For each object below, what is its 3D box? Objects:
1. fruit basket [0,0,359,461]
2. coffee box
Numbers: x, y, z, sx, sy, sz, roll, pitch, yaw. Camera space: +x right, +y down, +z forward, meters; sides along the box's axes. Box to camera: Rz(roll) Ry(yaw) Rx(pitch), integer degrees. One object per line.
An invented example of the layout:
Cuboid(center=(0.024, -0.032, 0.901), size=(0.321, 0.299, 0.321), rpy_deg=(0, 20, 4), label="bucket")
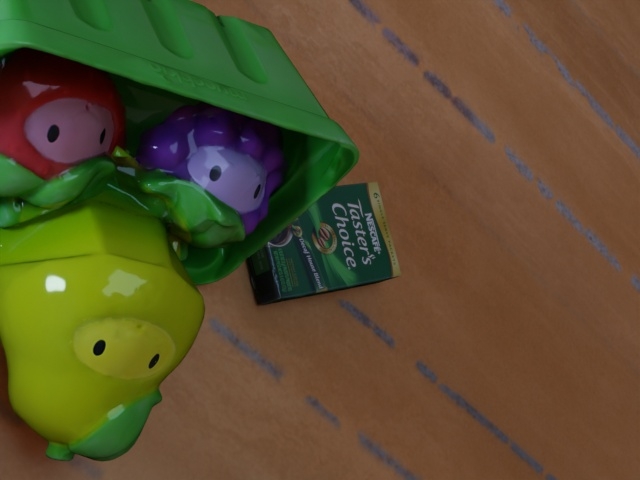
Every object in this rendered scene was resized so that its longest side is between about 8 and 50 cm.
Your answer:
Cuboid(center=(-0.172, -0.021, 1.090), size=(0.392, 0.283, 0.392), rpy_deg=(28, 41, -27), label="fruit basket")
Cuboid(center=(0.000, 0.000, 1.373), size=(0.184, 0.040, 0.113), rpy_deg=(-7, 80, -44), label="coffee box")
